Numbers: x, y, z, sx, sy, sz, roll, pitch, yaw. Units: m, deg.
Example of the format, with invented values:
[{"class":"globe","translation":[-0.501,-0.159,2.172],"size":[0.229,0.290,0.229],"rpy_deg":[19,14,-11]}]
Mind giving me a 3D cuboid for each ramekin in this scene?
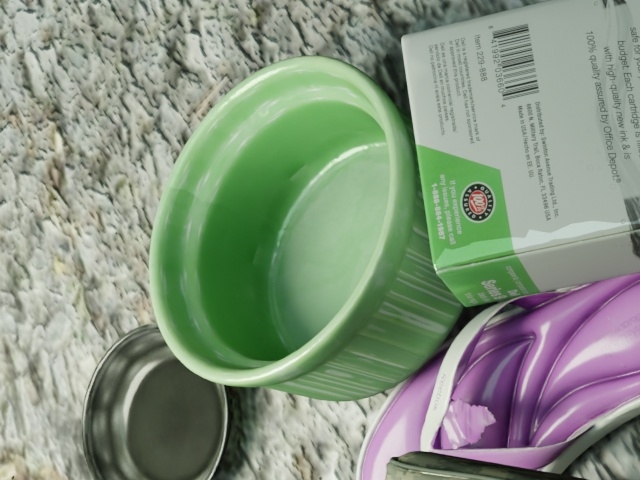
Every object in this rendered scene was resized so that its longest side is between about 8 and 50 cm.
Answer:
[{"class":"ramekin","translation":[0.000,0.000,1.493],"size":[0.303,0.148,0.303],"rpy_deg":[-20,59,38]}]

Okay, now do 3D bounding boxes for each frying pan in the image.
[{"class":"frying pan","translation":[-0.155,0.119,1.685],"size":[0.197,0.053,0.326],"rpy_deg":[5,84,37]}]

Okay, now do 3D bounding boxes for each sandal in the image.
[{"class":"sandal","translation":[0.166,0.125,1.410],"size":[0.416,0.102,0.169],"rpy_deg":[-40,62,26]}]

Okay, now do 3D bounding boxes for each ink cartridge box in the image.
[{"class":"ink cartridge box","translation":[0.227,-0.082,1.318],"size":[0.289,0.121,0.211],"rpy_deg":[-11,69,14]}]

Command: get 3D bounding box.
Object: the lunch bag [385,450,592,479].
[{"class":"lunch bag","translation":[0.181,0.309,1.253],"size":[0.213,0.305,0.256],"rpy_deg":[8,84,40]}]
